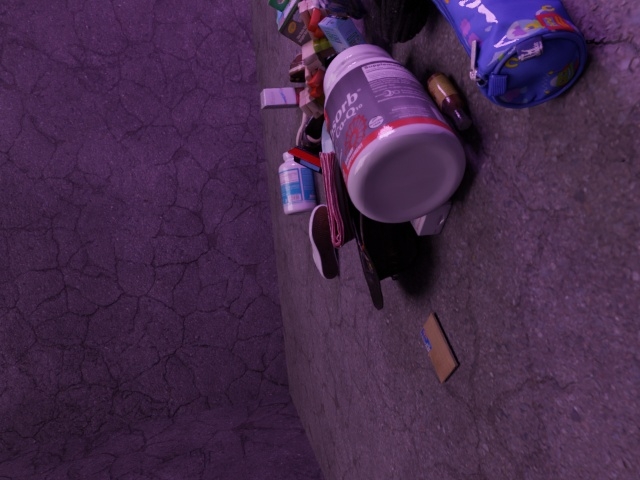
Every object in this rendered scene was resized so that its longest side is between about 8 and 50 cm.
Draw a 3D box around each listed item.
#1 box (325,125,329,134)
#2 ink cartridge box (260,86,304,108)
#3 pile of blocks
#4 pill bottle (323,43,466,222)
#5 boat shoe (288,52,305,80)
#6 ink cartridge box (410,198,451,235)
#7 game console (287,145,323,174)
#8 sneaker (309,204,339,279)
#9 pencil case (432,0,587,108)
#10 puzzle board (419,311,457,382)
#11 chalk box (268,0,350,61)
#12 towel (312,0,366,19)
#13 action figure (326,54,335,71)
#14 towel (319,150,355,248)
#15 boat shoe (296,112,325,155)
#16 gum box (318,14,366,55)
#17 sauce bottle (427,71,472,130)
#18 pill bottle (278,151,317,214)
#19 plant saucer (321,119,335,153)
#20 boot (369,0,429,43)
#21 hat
[{"bbox_3d":[0.096,-0.302,1.183,0.275,0.094,0.113,-116,23,-54],"label":"box"},{"bbox_3d":[-0.166,-0.616,1.898,0.127,0.175,0.072,-147,51,-72],"label":"ink cartridge box"},{"bbox_3d":[0.014,-0.482,1.209,0.362,0.149,0.112,92,177,-50],"label":"pile of blocks"},{"bbox_3d":[0.121,-0.226,0.866,0.210,0.211,0.362,98,164,-46],"label":"pill bottle"},{"bbox_3d":[-0.081,-0.682,1.707,0.257,0.095,0.095,-143,53,-71],"label":"boat shoe"},{"bbox_3d":[0.214,-0.082,0.914,0.088,0.052,0.122,97,159,-44],"label":"ink cartridge box"},{"bbox_3d":[-0.048,-0.285,1.624,0.085,0.144,0.124,-60,-7,-31],"label":"game console"},{"bbox_3d":[0.000,0.000,1.688,0.123,0.106,0.289,-143,46,-68],"label":"sneaker"},{"bbox_3d":[0.227,-0.313,0.589,0.119,0.133,0.305,74,-178,-62],"label":"pencil case"},{"bbox_3d":[0.261,0.238,0.973,0.096,0.011,0.128,98,160,-50],"label":"puzzle board"},{"bbox_3d":[-0.040,-0.632,1.220,0.132,0.213,0.131,-44,38,35],"label":"chalk box"},{"bbox_3d":[0.011,-0.622,1.017,0.209,0.034,0.285,62,-149,-8],"label":"towel"},{"bbox_3d":[0.047,-0.496,1.366,0.137,0.064,0.231,165,94,-73],"label":"action figure"},{"bbox_3d":[0.071,-0.117,1.199,0.329,0.038,0.236,-26,-72,-73],"label":"towel"},{"bbox_3d":[-0.027,-0.390,1.622,0.092,0.103,0.285,-104,21,-44],"label":"boat shoe"},{"bbox_3d":[0.081,-0.455,1.069,0.184,0.041,0.157,46,-173,-33],"label":"gum box"},{"bbox_3d":[0.231,-0.248,0.784,0.042,0.042,0.128,102,158,-52],"label":"sauce bottle"},{"bbox_3d":[-0.099,-0.246,1.880,0.146,0.147,0.263,164,100,-76],"label":"pill bottle"},{"bbox_3d":[0.047,-0.321,1.486,0.195,0.038,0.194,173,90,-75],"label":"plant saucer"},{"bbox_3d":[0.158,-0.557,0.752,0.260,0.131,0.347,22,-92,-76],"label":"boot"},{"bbox_3d":[0.154,-0.004,1.031,0.331,0.134,0.330,-12,-90,-88],"label":"hat"}]
